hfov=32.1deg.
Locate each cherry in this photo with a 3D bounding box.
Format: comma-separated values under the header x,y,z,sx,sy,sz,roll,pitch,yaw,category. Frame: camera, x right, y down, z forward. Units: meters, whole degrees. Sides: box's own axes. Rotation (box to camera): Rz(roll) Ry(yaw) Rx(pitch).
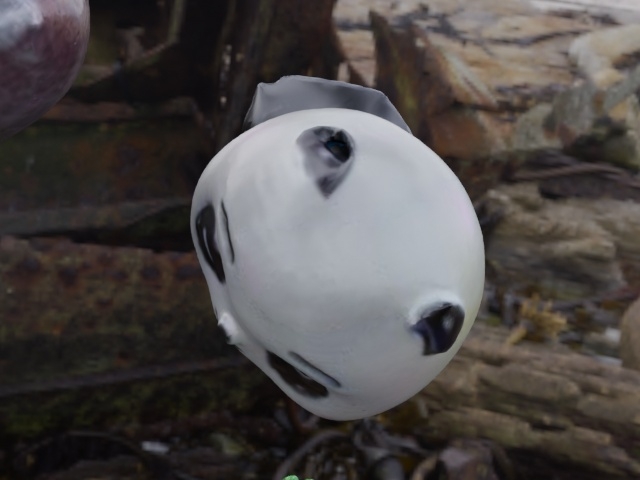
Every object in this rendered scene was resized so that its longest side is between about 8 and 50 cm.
x,y,z,sx,sy,sz,roll,pitch,yaw,category
-0.134,-0.112,0.465,0.188,0.115,0.148,-42,16,-26,cherry

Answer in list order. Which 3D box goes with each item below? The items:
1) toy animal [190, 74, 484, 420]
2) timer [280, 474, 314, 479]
x,y,z,sx,sy,sz,roll,pitch,yaw,category
0.000,0.000,0.533,0.138,0.166,0.179,-36,5,4,toy animal
-0.031,0.251,0.939,0.099,0.136,0.136,29,11,-11,timer
